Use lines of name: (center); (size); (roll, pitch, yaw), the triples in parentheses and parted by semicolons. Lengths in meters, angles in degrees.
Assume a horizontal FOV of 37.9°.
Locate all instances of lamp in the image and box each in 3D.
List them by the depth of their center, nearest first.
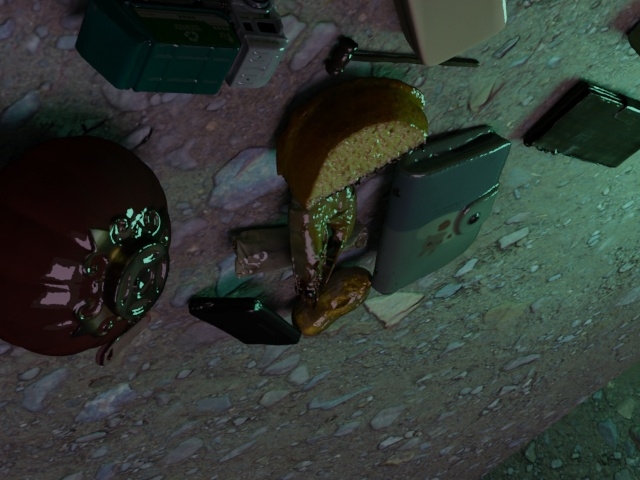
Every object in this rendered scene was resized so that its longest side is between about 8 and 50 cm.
lamp: (-0.334, 0.007, 1.247); (0.303, 0.257, 0.303); (-50, 154, -35)

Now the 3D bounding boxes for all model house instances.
model house: (0.585, -0.348, 1.609); (0.079, 0.066, 0.083); (-41, 149, 28)

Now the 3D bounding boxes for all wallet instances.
wallet: (0.225, -0.051, 1.759); (0.252, 0.083, 0.360); (-21, 147, -22)
wallet: (0.544, -0.217, 1.810); (0.317, 0.044, 0.169); (7, 141, -42)
wallet: (-0.142, 0.159, 1.819); (0.149, 0.044, 0.250); (-3, 158, 21)

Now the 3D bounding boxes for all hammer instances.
hammer: (0.136, -0.273, 1.419); (0.292, 0.029, 0.058); (-5, 146, -36)

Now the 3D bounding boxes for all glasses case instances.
glasses case: (0.159, -0.373, 1.221); (0.144, 0.076, 0.336); (-26, 151, 1)

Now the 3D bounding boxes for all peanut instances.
peanut: (0.023, 0.122, 1.902); (0.206, 0.087, 0.087); (-38, 149, 25)

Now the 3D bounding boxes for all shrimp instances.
shrimp: (0.000, 0.001, 1.630); (0.145, 0.061, 0.267); (-11, 115, -38)

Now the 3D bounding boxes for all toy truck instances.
toy truck: (-0.164, -0.246, 1.129); (0.253, 0.124, 0.114); (-2, 145, -33)

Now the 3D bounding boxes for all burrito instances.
burrito: (-0.036, 0.006, 1.681); (0.275, 0.059, 0.082); (-11, 116, -28)

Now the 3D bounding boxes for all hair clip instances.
hair clip: (-0.384, 0.149, 1.680); (0.138, 0.102, 0.123); (-47, 167, -35)

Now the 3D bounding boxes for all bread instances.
bread: (0.037, -0.167, 1.407); (0.260, 0.129, 0.134); (-31, 143, 7)
